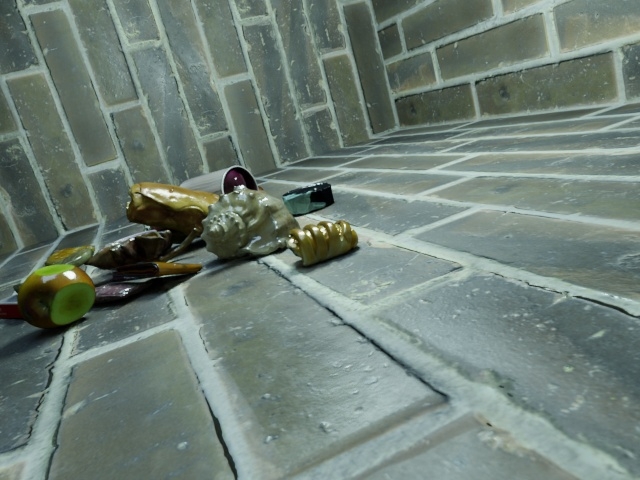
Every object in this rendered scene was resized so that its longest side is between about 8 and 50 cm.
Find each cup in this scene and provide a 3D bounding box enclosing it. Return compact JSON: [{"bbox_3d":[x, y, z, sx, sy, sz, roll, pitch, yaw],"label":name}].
[{"bbox_3d":[-0.393,-0.182,2.198,0.273,0.208,0.288,-10,16,30],"label":"cup"}]

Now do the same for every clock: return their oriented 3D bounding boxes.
[{"bbox_3d":[-0.677,0.025,1.985,0.196,0.068,0.197,-14,14,4],"label":"clock"}]

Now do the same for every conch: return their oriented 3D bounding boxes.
[{"bbox_3d":[-0.181,-0.055,1.547,0.263,0.186,0.324,17,31,27],"label":"conch"}]

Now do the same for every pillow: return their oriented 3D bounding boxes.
[{"bbox_3d":[-0.545,0.138,1.440,0.185,0.043,0.118,-5,11,29],"label":"pillow"}]

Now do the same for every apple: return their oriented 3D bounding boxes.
[{"bbox_3d":[-0.639,0.139,1.316,0.163,0.146,0.147,3,10,12],"label":"apple"}]

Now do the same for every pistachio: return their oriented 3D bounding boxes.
[{"bbox_3d":[-0.531,-0.018,1.915,0.089,0.049,0.173,-28,-19,23],"label":"pistachio"}]

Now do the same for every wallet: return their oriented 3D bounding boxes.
[{"bbox_3d":[-0.445,0.079,1.467,0.195,0.042,0.161,-8,-2,31],"label":"wallet"}]

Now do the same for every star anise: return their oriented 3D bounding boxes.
[{"bbox_3d":[-0.565,0.035,1.733,0.349,0.109,0.292,-18,7,-22],"label":"star anise"}]

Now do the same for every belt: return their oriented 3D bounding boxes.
[{"bbox_3d":[-0.044,-0.146,1.931,0.198,0.078,0.151,-21,19,-31],"label":"belt"}]

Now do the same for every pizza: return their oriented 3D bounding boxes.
[{"bbox_3d":[-1.002,0.071,2.198,0.197,0.058,0.292,-21,16,-23],"label":"pizza"}]

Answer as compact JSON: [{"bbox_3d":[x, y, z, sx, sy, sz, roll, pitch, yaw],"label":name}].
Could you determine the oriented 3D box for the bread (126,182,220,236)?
[{"bbox_3d":[-0.473,-0.106,1.835,0.344,0.149,0.195,12,3,-27],"label":"bread"}]

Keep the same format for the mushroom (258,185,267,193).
[{"bbox_3d":[-0.289,-0.213,2.497,0.088,0.073,0.129,-43,-1,25],"label":"mushroom"}]

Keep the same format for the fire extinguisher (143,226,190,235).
[{"bbox_3d":[-0.554,-0.056,2.126,0.337,0.107,0.147,-8,-10,28],"label":"fire extinguisher"}]

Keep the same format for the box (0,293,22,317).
[{"bbox_3d":[-0.848,0.181,1.594,0.229,0.050,0.123,-6,15,37],"label":"box"}]

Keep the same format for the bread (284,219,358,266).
[{"bbox_3d":[0.000,0.000,1.287,0.177,0.084,0.119,-15,13,-16],"label":"bread"}]

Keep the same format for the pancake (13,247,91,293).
[{"bbox_3d":[-0.789,0.095,1.632,0.242,0.050,0.242,-23,16,7],"label":"pancake"}]
